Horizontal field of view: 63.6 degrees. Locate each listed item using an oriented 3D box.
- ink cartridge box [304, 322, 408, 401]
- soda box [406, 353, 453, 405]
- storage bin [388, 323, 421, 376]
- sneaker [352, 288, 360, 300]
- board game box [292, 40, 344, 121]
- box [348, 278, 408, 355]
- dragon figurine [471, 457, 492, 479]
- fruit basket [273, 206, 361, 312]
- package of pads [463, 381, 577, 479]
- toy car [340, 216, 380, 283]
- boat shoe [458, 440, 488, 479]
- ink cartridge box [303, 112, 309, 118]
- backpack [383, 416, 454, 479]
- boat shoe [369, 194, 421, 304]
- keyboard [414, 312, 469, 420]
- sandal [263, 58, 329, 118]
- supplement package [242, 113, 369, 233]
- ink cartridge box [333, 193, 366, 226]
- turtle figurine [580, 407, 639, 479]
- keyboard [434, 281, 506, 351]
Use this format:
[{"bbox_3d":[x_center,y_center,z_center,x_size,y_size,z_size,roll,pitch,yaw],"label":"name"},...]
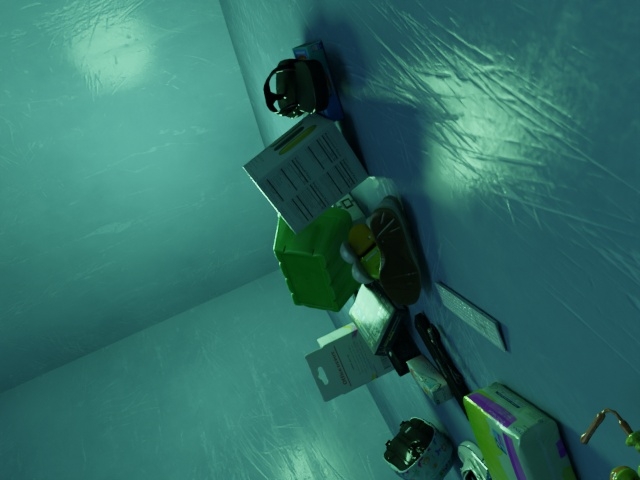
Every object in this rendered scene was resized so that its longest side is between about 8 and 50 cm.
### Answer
[{"bbox_3d":[0.126,0.425,1.921,0.119,0.353,0.207,-165,52,-79],"label":"ink cartridge box"},{"bbox_3d":[0.338,0.431,1.609,0.183,0.062,0.058,-134,21,-67],"label":"soda box"},{"bbox_3d":[0.269,0.363,1.787,0.122,0.084,0.180,80,165,-57],"label":"storage bin"},{"bbox_3d":[0.123,0.130,2.000,0.282,0.099,0.153,60,177,-7],"label":"sneaker"},{"bbox_3d":[-0.008,-0.442,1.444,0.160,0.047,0.211,-132,21,-66],"label":"board game box"},{"bbox_3d":[0.189,0.245,1.736,0.184,0.059,0.233,-68,28,19],"label":"box"},{"bbox_3d":[0.433,0.632,1.287,0.289,0.143,0.085,-136,24,-69],"label":"dragon figurine"},{"bbox_3d":[0.000,0.000,1.727,0.392,0.282,0.393,7,-90,-69],"label":"fruit basket"},{"bbox_3d":[0.419,0.463,1.058,0.229,0.101,0.297,-159,46,-78],"label":"package of pads"},{"bbox_3d":[0.158,0.034,1.470,0.136,0.159,0.182,21,-148,-50],"label":"toy car"},{"bbox_3d":[0.449,0.669,1.480,0.267,0.088,0.096,-149,36,-75],"label":"boat shoe"},{"bbox_3d":[-0.044,-0.415,1.605,0.145,0.045,0.180,-88,-21,-60],"label":"ink cartridge box"},{"bbox_3d":[0.365,0.777,1.867,0.191,0.225,0.253,44,165,2],"label":"backpack"},{"bbox_3d":[0.200,0.030,1.314,0.098,0.109,0.303,-59,-43,-50],"label":"boat shoe"},{"bbox_3d":[0.347,0.340,1.423,0.317,0.033,0.202,62,177,25],"label":"keyboard"},{"bbox_3d":[-0.092,-0.422,1.430,0.445,0.106,0.168,-147,43,-71],"label":"sandal"},{"bbox_3d":[-0.046,-0.197,1.468,0.198,0.262,0.199,52,178,-28],"label":"supplement package"},{"bbox_3d":[0.091,-0.091,1.735,0.104,0.060,0.180,74,169,-47],"label":"ink cartridge box"},{"bbox_3d":[0.446,0.350,0.638,0.217,0.087,0.270,-154,49,-66],"label":"turtle figurine"},{"bbox_3d":[0.323,0.161,1.136,0.256,0.014,0.072,-135,23,-69],"label":"keyboard"}]
